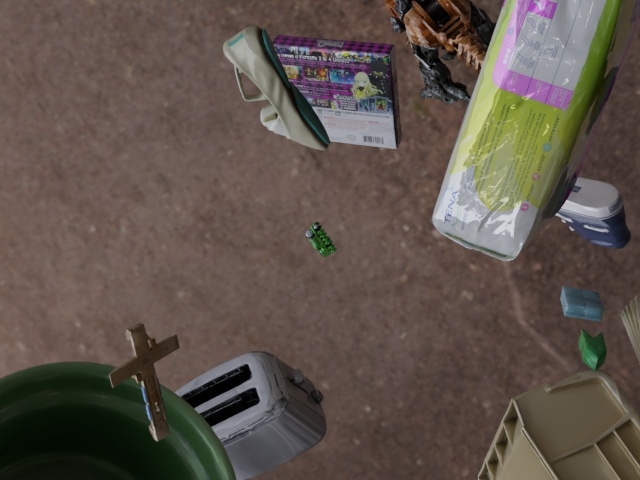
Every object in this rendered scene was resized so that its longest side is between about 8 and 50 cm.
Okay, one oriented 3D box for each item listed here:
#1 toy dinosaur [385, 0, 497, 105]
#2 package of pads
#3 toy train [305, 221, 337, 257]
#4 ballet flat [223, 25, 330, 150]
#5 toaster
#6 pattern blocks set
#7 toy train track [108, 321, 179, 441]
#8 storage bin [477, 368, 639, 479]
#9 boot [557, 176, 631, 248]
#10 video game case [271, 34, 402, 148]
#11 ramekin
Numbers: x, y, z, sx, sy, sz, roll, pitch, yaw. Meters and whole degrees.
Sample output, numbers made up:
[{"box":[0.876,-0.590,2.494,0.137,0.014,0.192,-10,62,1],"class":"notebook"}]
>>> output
[{"box":[0.171,-0.306,1.613,0.164,0.322,0.218,-24,139,20],"class":"toy dinosaur"},{"box":[0.218,-0.144,1.056,0.101,0.229,0.296,23,113,17],"class":"package of pads"},{"box":[0.000,0.000,1.369,0.017,0.024,0.083,57,-178,25],"class":"toy train"},{"box":[-0.069,-0.216,1.658,0.086,0.086,0.248,13,148,41],"class":"ballet flat"},{"box":[-0.113,0.251,1.565,0.146,0.227,0.129,54,-167,-52],"class":"toaster"},{"box":[0.445,0.117,1.260,0.325,0.285,0.026,4,116,-8],"class":"pattern blocks set"},{"box":[-0.104,0.083,0.655,0.014,0.048,0.083,26,134,42],"class":"toy train track"},{"box":[0.304,0.314,1.245,0.260,0.123,0.262,59,162,27],"class":"storage bin"},{"box":[0.328,-0.047,1.487,0.190,0.069,0.086,30,156,48],"class":"boot"},{"box":[0.031,-0.275,2.053,0.232,0.042,0.210,8,133,19],"class":"video game case"},{"box":[-0.242,0.285,1.087,0.303,0.303,0.148,40,137,13],"class":"ramekin"}]
